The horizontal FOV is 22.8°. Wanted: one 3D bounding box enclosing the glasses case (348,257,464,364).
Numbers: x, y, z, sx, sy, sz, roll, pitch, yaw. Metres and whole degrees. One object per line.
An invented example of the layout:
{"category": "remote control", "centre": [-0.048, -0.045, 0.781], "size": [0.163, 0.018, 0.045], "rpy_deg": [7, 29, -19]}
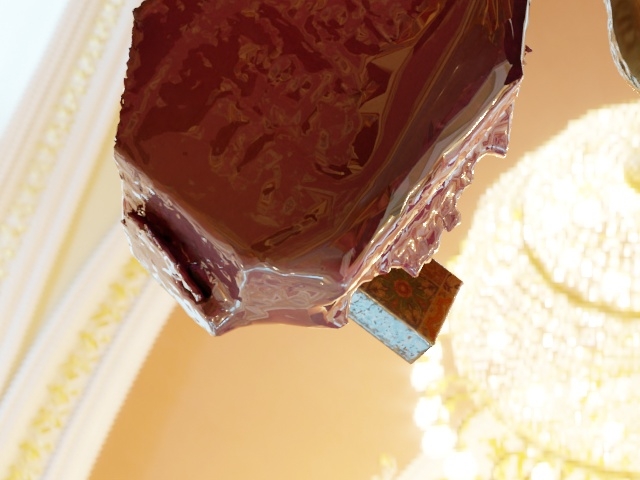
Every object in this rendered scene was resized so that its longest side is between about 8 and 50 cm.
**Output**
{"category": "glasses case", "centre": [0.000, 0.000, 1.186], "size": [0.218, 0.049, 0.075], "rpy_deg": [37, -135, -6]}

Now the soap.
{"category": "soap", "centre": [0.002, -0.094, 0.950], "size": [0.220, 0.127, 0.325], "rpy_deg": [33, -111, 22]}

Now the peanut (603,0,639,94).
{"category": "peanut", "centre": [0.208, -0.146, 0.945], "size": [0.089, 0.089, 0.193], "rpy_deg": [-15, -114, -5]}
